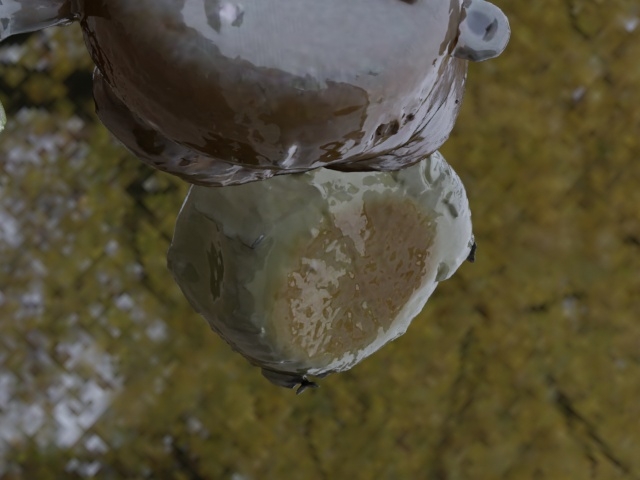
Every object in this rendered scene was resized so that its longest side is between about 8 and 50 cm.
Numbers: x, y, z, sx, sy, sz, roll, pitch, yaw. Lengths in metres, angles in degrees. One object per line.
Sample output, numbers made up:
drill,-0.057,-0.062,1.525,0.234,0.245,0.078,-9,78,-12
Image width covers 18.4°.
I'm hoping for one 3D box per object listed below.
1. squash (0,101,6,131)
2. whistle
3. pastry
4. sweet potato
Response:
squash,-0.256,-0.008,0.884,0.083,0.250,0.083,50,11,-14
whistle,-0.054,-0.080,0.534,0.220,0.107,0.057,11,-31,-6
pastry,0.000,0.000,1.055,0.088,0.165,0.166,47,-16,40
sweet potato,-0.001,-0.067,0.716,0.097,0.097,0.292,39,12,9
